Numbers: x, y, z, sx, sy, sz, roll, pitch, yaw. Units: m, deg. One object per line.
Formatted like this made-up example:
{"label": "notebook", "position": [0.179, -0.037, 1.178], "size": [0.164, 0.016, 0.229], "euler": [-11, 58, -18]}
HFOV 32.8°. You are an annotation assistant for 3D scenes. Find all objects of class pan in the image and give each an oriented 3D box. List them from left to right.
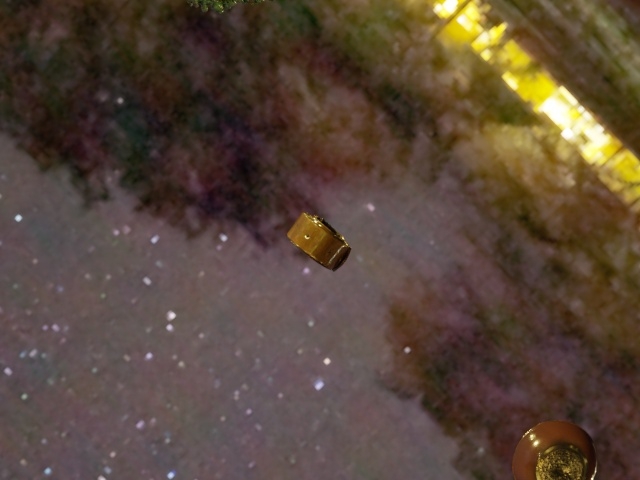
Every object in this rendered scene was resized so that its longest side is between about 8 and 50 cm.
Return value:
{"label": "pan", "position": [0.187, 0.198, 0.848], "size": [0.023, 0.068, 0.115], "euler": [-122, 26, -77]}

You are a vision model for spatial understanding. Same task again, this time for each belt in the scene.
{"label": "belt", "position": [0.000, 0.000, 1.023], "size": [0.059, 0.036, 0.083], "euler": [36, -176, -5]}

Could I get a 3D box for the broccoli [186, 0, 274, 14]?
{"label": "broccoli", "position": [-0.123, -0.315, 1.066], "size": [0.219, 0.194, 0.194], "euler": [55, -169, -12]}
